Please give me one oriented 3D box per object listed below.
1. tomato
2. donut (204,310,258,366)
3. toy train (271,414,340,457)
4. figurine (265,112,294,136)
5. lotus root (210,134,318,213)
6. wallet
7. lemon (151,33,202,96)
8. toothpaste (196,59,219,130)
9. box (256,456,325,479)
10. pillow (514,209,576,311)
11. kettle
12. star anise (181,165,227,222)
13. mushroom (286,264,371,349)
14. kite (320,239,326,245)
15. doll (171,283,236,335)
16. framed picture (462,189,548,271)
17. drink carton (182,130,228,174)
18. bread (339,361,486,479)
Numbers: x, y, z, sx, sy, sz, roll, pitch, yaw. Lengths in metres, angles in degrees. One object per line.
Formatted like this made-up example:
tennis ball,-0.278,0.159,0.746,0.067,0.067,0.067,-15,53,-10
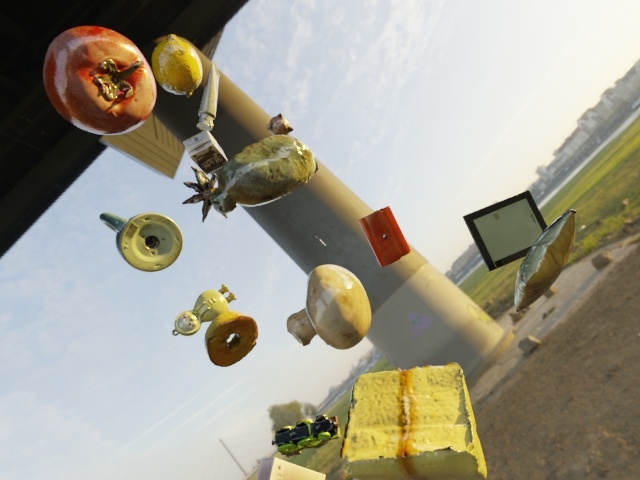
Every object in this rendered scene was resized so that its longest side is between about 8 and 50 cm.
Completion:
tomato,-0.585,-0.417,1.093,0.270,0.227,0.269,-13,-72,-47
donut,-0.266,0.283,1.201,0.162,0.065,0.178,-13,-55,-36
toy train,-0.053,0.820,1.724,0.297,0.100,0.160,-20,-43,11
figurine,-0.229,-0.632,2.281,0.138,0.125,0.125,-20,2,39
lotus root,-0.152,-0.188,1.122,0.350,0.175,0.175,-32,-21,-35
wallet,0.245,-0.017,1.547,0.143,0.204,0.045,-26,1,-17
lemon,-0.511,-0.621,1.460,0.174,0.174,0.206,-29,-51,-42
toothpaste,-0.481,-0.627,1.788,0.114,0.073,0.298,86,-170,-76
box,-0.110,0.829,1.255,0.106,0.203,0.251,-40,27,43
pillow,0.770,0.081,1.413,0.312,0.119,0.310,-53,-28,-8
kettle,-0.803,-0.025,1.789,0.319,0.342,0.247,42,-109,-31
star anise,-0.397,-0.157,1.434,0.180,0.205,0.061,-45,16,16
mushroom,0.017,0.237,1.410,0.290,0.297,0.298,-23,-12,16
kite,0.004,0.004,1.653,0.002,0.044,0.078,-45,-26,4
doll,-0.489,0.298,1.709,0.296,0.141,0.117,-38,-10,-41
framed picture,0.811,-0.046,1.758,0.348,0.264,0.016,-22,-9,-11
drink carton,-0.560,-0.431,2.012,0.134,0.101,0.222,-27,-16,-1
bread,0.182,0.364,0.855,0.264,0.235,0.198,-13,-40,15
